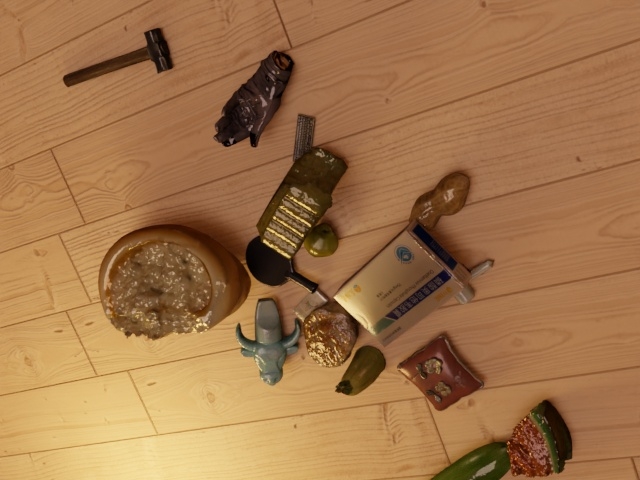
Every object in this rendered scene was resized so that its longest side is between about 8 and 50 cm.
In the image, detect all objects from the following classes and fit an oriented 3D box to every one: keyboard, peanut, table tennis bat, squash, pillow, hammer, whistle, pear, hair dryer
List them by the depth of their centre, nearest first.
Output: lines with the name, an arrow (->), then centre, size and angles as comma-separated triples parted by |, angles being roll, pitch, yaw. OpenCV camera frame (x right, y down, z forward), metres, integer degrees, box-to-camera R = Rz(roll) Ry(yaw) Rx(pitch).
peanut -> 0.288, -0.088, 1.801 | 0.089, 0.089, 0.193 | 48, 125, -1
hair dryer -> 0.382, 0.094, 1.860 | 0.137, 0.047, 0.082 | -38, 94, 23
keyboard -> -0.044, -0.258, 1.912 | 0.049, 0.015, 0.129 | 16, 116, 17
pear -> 0.000, 0.000, 1.959 | 0.092, 0.092, 0.097 | 17, 117, 16
pillow -> 0.316, 0.361, 1.975 | 0.179, 0.075, 0.171 | 48, 120, -2
squash -> 0.094, 0.361, 1.990 | 0.094, 0.224, 0.094 | 7, 108, 25
hammer -> -0.565, -0.478, 2.038 | 0.365, 0.043, 0.111 | -9, 108, 28
squash -> 0.382, 0.670, 2.057 | 0.107, 0.107, 0.395 | 45, 121, 1
table tennis bat -> -0.110, 0.077, 2.062 | 0.236, 0.027, 0.150 | 30, 119, 17
whistle -> -0.147, 0.295, 2.142 | 0.186, 0.093, 0.274 | -4, 108, -3

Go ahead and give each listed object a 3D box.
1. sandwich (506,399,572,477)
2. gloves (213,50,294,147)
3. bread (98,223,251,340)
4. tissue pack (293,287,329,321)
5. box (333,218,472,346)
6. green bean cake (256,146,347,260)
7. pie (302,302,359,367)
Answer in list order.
sandwich -> 0.554, 0.510, 1.921 | 0.159, 0.109, 0.185 | -18, 97, 29
gloves -> -0.161, -0.343, 1.874 | 0.285, 0.119, 0.142 | -45, 78, 17
bread -> -0.409, 0.132, 2.084 | 0.423, 0.245, 0.329 | 0, 72, 21
tissue pack -> -0.026, 0.181, 2.079 | 0.056, 0.023, 0.108 | 43, 120, 4
box -> 0.200, 0.116, 1.890 | 0.200, 0.065, 0.343 | 45, 134, 1
green bean cake -> -0.048, -0.102, 1.842 | 0.124, 0.236, 0.233 | 33, 123, -7
pie -> 0.026, 0.258, 2.056 | 0.163, 0.079, 0.193 | 37, 121, 6
